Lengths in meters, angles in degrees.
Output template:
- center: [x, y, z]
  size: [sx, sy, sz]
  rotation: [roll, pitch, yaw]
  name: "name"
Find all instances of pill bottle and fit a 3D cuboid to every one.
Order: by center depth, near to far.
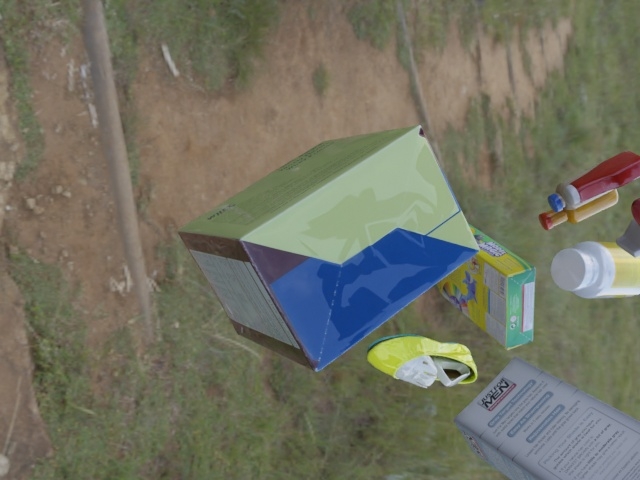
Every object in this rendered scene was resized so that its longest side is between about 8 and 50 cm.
- center: [0.506, 0.053, 1.338]
  size: [0.184, 0.103, 0.103]
  rotation: [2, 86, -35]
  name: "pill bottle"

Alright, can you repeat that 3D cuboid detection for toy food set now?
- center: [0.356, -0.032, 0.895]
  size: [0.111, 0.105, 0.232]
  rotation: [64, -2, -28]
  name: "toy food set"

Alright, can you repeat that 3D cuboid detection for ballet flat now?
- center: [0.174, 0.198, 1.180]
  size: [0.231, 0.077, 0.077]
  rotation: [12, 38, -43]
  name: "ballet flat"

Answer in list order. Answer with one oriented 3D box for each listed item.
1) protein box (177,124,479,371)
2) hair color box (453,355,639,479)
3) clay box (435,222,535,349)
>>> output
- center: [0.000, 0.000, 0.722]
  size: [0.200, 0.201, 0.135]
  rotation: [-34, 106, -20]
  name: "protein box"
- center: [0.437, 0.371, 1.320]
  size: [0.185, 0.374, 0.113]
  rotation: [-41, 121, -14]
  name: "hair color box"
- center: [0.243, 0.056, 1.138]
  size: [0.053, 0.222, 0.127]
  rotation: [-14, 118, -16]
  name: "clay box"
